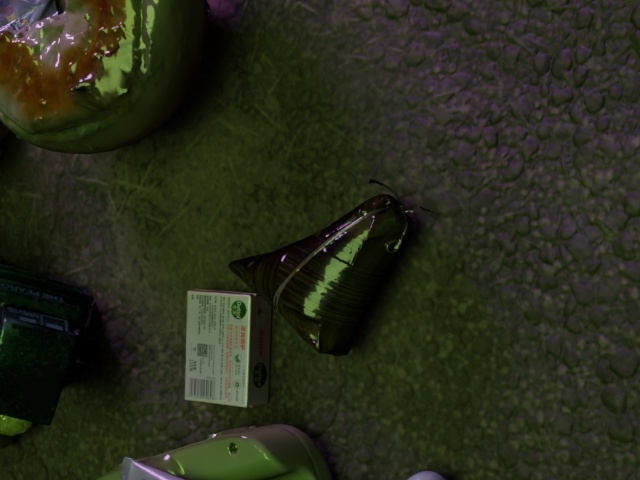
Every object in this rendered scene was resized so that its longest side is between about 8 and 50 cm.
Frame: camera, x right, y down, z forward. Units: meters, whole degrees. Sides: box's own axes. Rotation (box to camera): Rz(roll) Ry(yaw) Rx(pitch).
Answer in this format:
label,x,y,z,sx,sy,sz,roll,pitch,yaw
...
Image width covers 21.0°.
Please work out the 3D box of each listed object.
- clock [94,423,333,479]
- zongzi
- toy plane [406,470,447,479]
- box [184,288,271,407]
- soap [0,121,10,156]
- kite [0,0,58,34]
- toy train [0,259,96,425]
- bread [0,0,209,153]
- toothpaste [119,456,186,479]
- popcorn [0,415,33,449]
label,x,y,z,sx,sy,sz,roll,pitch,yaw
clock,-0.097,0.386,1.853,0.286,0.117,0.348,-22,80,32
zongzi,0.000,0.000,1.812,0.184,0.084,0.187,40,105,36
toy plane,0.093,0.318,1.754,0.174,0.080,0.174,-1,88,32
box,-0.102,0.117,1.893,0.089,0.043,0.125,5,93,33
soap,-0.468,-0.193,2.100,0.160,0.080,0.257,-30,75,30
kite,-0.348,-0.234,2.032,0.141,0.015,0.245,-28,80,1
toy train,-0.410,0.098,1.937,0.330,0.178,0.138,15,104,-14
bread,-0.218,-0.207,1.886,0.314,0.171,0.192,-45,71,26
toothpaste,-0.086,0.298,1.744,0.323,0.066,0.100,9,87,34
popcorn,-0.374,0.213,2.062,0.068,0.059,0.083,28,114,29
